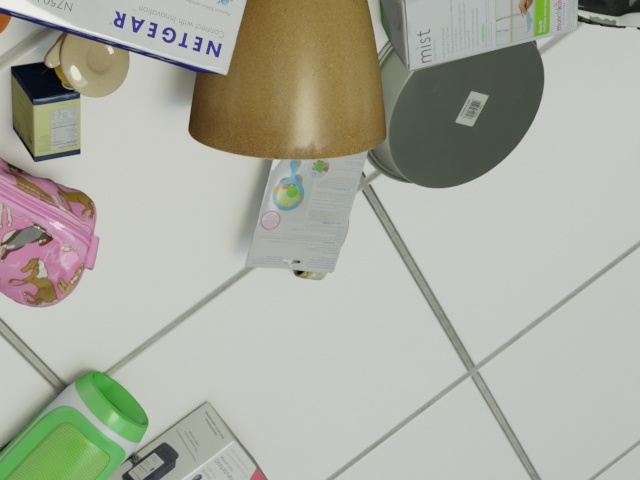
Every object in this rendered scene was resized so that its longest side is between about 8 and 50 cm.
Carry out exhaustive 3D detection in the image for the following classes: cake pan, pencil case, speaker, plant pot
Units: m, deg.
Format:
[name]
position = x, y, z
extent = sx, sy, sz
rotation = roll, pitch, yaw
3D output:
[cake pan]
position = 0.189, -0.192, 1.941
extent = 0.293, 0.054, 0.293
rotation = -18, 131, -22
[pencil case]
position = -0.420, -0.058, 1.559
extent = 0.160, 0.167, 0.386
rotation = -48, 135, 8
[speaker]
position = -0.370, 0.317, 1.914
extent = 0.296, 0.131, 0.131
rotation = -46, 135, 6
[plant pot]
position = -0.035, -0.247, 1.649
extent = 0.237, 0.237, 0.254
rotation = -10, 114, -28

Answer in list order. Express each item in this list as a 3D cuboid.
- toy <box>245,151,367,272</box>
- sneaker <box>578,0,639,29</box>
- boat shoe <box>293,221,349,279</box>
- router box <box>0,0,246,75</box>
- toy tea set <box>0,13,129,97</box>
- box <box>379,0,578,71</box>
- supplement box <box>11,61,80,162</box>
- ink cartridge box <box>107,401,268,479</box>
[toy]
position = -0.019, -0.077, 1.890
extent = 0.137, 0.056, 0.237
rotation = 5, 115, -28
[sneaker]
position = 0.413, -0.358, 1.947
extent = 0.283, 0.107, 0.124
rotation = -2, 110, -37
[boat shoe]
position = 0.000, 0.000, 1.966
extent = 0.045, 0.050, 0.135
rotation = -4, 125, -38
[router box]
position = -0.215, -0.353, 1.418
extent = 0.335, 0.082, 0.301
rotation = 13, 92, -30
[toy tea set]
position = -0.301, -0.263, 1.546
extent = 0.336, 0.124, 0.200
rotation = 25, 78, -39
[box]
position = 0.188, -0.363, 1.721
extent = 0.231, 0.126, 0.262
rotation = -15, 133, -6
[supplement box]
position = -0.314, -0.148, 1.619
extent = 0.056, 0.083, 0.083
rotation = -12, 128, -25
[ink cartridge box]
position = -0.208, 0.377, 2.084
extent = 0.237, 0.100, 0.172
rotation = -36, 135, -5
